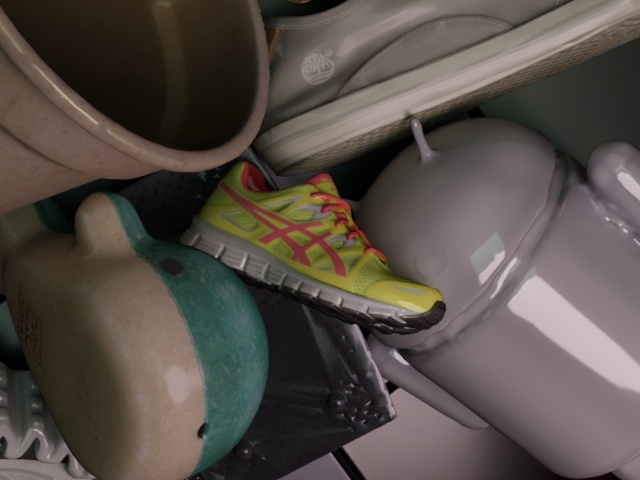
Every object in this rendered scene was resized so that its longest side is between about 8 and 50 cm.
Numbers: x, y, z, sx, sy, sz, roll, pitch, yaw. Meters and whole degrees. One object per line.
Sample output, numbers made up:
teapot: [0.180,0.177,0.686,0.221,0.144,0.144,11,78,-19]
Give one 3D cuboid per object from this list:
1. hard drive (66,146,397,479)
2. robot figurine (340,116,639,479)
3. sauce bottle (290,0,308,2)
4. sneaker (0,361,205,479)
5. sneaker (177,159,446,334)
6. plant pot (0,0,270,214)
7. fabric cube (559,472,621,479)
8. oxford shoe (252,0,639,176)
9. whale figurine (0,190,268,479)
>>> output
hard drive: [-0.067,0.057,1.298,0.172,0.054,0.255,-29,97,9]
robot figurine: [0.164,0.044,1.293,0.353,0.200,0.300,38,124,-15]
sauce bottle: [-0.024,-0.199,1.251,0.042,0.128,0.042,-2,101,-10]
sneaker: [-0.219,0.158,1.294,0.292,0.110,0.118,19,132,-25]
sneaker: [0.000,0.000,1.194,0.208,0.081,0.094,22,83,23]
plant pot: [-0.254,-0.136,1.109,0.305,0.334,0.334,-26,106,27]
fabric cube: [0.348,0.320,1.346,0.254,0.258,0.259,-4,100,-10]
oxford shoe: [0.146,-0.183,1.282,0.449,0.169,0.130,-21,83,-6]
whale figurine: [-0.139,0.052,1.203,0.141,0.272,0.216,-17,130,-32]
